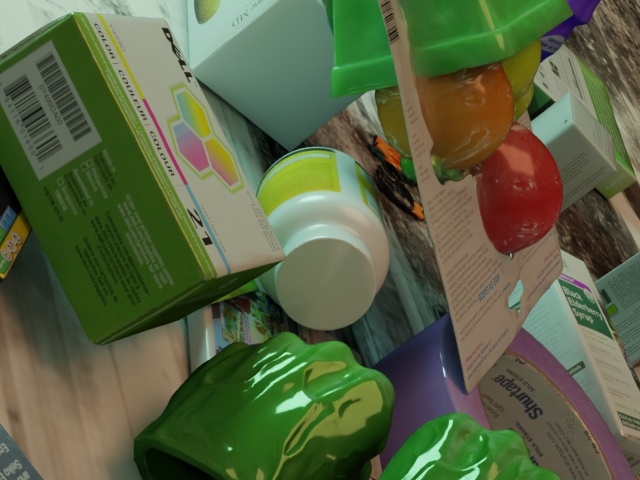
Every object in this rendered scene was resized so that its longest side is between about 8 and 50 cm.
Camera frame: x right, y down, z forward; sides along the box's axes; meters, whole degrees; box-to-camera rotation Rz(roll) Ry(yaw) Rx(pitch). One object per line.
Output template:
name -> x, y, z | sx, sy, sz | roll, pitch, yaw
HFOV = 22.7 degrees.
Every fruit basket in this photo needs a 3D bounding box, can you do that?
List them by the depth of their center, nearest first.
fruit basket -> 0.118, -0.091, 1.336 | 0.327, 0.165, 0.353 | -39, 123, -62

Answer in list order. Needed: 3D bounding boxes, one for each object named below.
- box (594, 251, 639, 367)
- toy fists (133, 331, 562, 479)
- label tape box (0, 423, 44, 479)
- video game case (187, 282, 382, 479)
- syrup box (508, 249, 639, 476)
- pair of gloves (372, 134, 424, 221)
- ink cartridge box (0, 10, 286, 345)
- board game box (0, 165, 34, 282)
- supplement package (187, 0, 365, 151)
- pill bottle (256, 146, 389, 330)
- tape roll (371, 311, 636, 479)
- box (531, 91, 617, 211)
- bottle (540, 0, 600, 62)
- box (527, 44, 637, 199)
box -> 0.398, 0.075, 1.866 | 0.103, 0.114, 0.203 | 60, 24, 15
toy fists -> 0.027, 0.151, 0.979 | 0.279, 0.096, 0.142 | 25, 49, 29
label tape box -> -0.206, 0.174, 0.674 | 0.347, 0.115, 0.249 | 54, 25, -3
video game case -> -0.024, 0.123, 1.168 | 0.183, 0.023, 0.201 | 35, 31, -34
syrup box -> 0.236, 0.120, 1.540 | 0.093, 0.096, 0.237 | 25, 37, -45
pair of gloves -> 0.078, -0.063, 1.613 | 0.074, 0.010, 0.083 | 42, 28, -28
ink cartridge box -> -0.100, -0.049, 1.083 | 0.189, 0.097, 0.255 | 63, 22, 5
board game box -> -0.238, -0.053, 0.998 | 0.141, 0.048, 0.170 | 45, 25, -18
supplement package -> -0.033, -0.228, 1.486 | 0.134, 0.139, 0.244 | 38, 28, -33
pill bottle -> 0.000, 0.000, 1.238 | 0.103, 0.103, 0.184 | 45, 13, -16
tape roll -> 0.158, 0.190, 1.317 | 0.275, 0.090, 0.275 | 41, 27, -26
box -> 0.293, -0.105, 1.937 | 0.087, 0.101, 0.102 | 44, 24, -17
bottle -> 0.209, -0.231, 1.740 | 0.118, 0.283, 0.092 | 5, 52, -60
box -> 0.291, -0.223, 2.153 | 0.322, 0.058, 0.232 | 36, 29, -29
